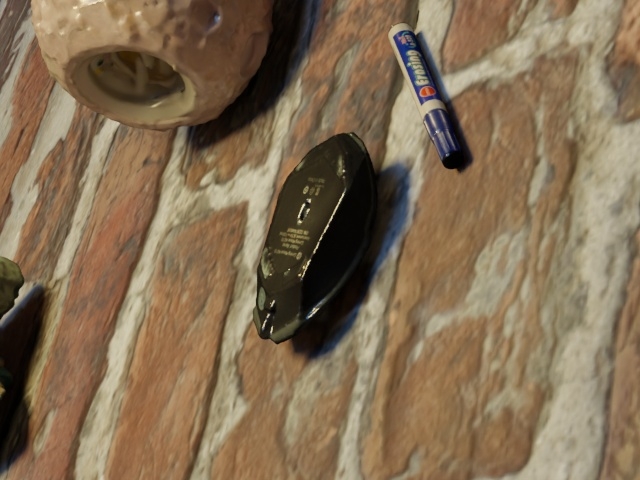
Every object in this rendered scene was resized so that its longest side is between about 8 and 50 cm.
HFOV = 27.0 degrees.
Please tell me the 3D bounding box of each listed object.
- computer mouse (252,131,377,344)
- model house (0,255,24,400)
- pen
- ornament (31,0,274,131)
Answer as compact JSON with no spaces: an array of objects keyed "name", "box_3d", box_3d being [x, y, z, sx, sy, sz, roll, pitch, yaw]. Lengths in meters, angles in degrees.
[{"name":"computer mouse","box_3d":[0.000,0.000,1.137,0.106,0.062,0.192,16,84,58]},{"name":"model house","box_3d":[-0.440,0.209,1.550,0.267,0.194,0.325,-38,63,21]},{"name":"pen","box_3d":[0.090,-0.128,1.145,0.025,0.025,0.204,-46,34,23]},{"name":"ornament","box_3d":[-0.177,-0.252,1.415,0.259,0.259,0.225,-24,48,45]}]
